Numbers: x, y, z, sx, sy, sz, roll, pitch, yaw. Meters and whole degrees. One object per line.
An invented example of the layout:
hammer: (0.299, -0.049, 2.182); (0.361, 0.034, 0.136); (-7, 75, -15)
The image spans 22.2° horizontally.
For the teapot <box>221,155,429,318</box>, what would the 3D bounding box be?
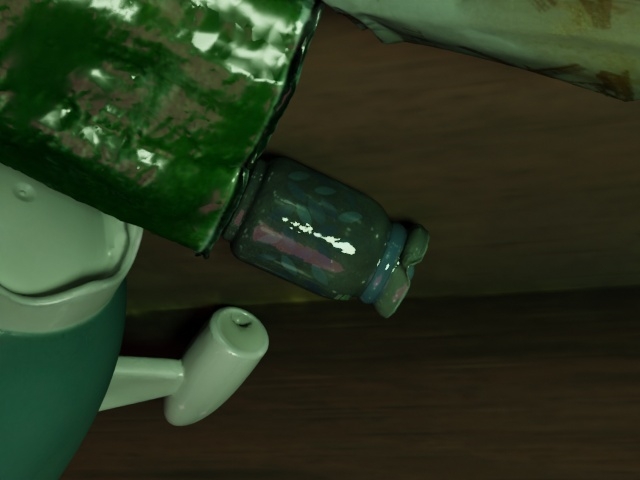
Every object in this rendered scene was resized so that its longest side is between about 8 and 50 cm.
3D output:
teapot: (-0.001, 0.003, 0.705); (0.083, 0.049, 0.063); (26, 140, -7)

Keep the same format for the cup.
cup: (-0.161, 0.031, 0.728); (0.299, 0.168, 0.173); (9, 137, -28)

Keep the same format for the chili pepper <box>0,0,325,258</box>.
chili pepper: (-0.143, -0.092, 0.621); (0.270, 0.099, 0.136); (23, 149, -9)

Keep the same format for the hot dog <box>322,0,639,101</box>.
hot dog: (0.094, -0.120, 0.505); (0.270, 0.082, 0.163); (9, 129, 26)
